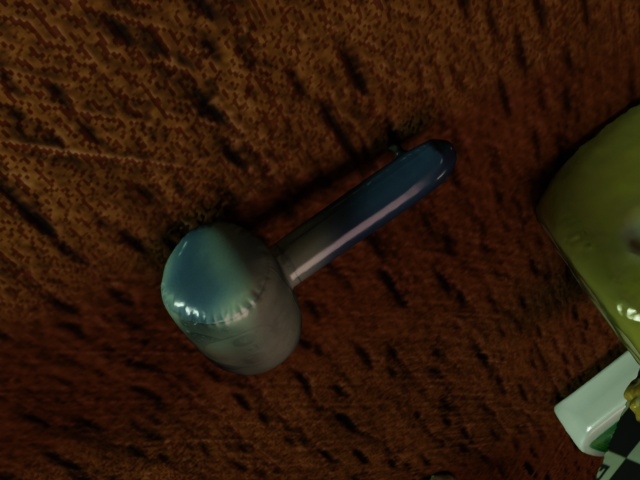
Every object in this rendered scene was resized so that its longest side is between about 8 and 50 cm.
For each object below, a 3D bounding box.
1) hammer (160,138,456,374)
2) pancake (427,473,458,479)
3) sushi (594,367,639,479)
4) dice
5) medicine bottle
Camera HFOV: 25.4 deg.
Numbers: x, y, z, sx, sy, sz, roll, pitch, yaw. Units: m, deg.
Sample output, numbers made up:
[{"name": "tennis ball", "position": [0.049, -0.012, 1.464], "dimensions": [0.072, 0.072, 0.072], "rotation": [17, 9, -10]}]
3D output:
[{"name": "hammer", "position": [0.000, 0.000, 0.840], "dimensions": [0.194, 0.069, 0.116], "rotation": [-35, 154, -5]}, {"name": "pancake", "position": [0.092, 0.295, 1.510], "dimensions": [0.139, 0.022, 0.139], "rotation": [-25, 153, -14]}, {"name": "sushi", "position": [0.331, 0.060, 1.142], "dimensions": [0.264, 0.050, 0.290], "rotation": [-28, -156, 54]}, {"name": "dice", "position": [0.270, 0.001, 1.019], "dimensions": [0.169, 0.169, 0.166], "rotation": [-35, 154, 6]}, {"name": "medicine bottle", "position": [0.339, 0.147, 1.474], "dimensions": [0.183, 0.069, 0.119], "rotation": [-43, 150, 18]}]
